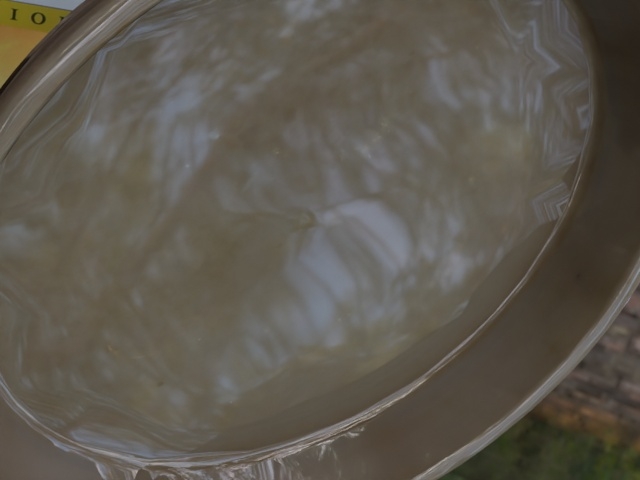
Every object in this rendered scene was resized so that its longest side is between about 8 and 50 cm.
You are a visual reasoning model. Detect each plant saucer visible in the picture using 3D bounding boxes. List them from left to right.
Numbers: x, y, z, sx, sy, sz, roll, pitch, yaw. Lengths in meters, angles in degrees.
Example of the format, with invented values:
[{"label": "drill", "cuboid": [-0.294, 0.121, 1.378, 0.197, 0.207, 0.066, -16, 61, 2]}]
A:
[{"label": "plant saucer", "cuboid": [0.000, 0.000, 0.467, 0.278, 0.041, 0.278, -18, 136, -18]}]

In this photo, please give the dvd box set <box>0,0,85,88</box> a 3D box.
[{"label": "dvd box set", "cuboid": [-0.291, -0.001, 0.760, 0.062, 0.308, 0.420, -95, -163, -51]}]
